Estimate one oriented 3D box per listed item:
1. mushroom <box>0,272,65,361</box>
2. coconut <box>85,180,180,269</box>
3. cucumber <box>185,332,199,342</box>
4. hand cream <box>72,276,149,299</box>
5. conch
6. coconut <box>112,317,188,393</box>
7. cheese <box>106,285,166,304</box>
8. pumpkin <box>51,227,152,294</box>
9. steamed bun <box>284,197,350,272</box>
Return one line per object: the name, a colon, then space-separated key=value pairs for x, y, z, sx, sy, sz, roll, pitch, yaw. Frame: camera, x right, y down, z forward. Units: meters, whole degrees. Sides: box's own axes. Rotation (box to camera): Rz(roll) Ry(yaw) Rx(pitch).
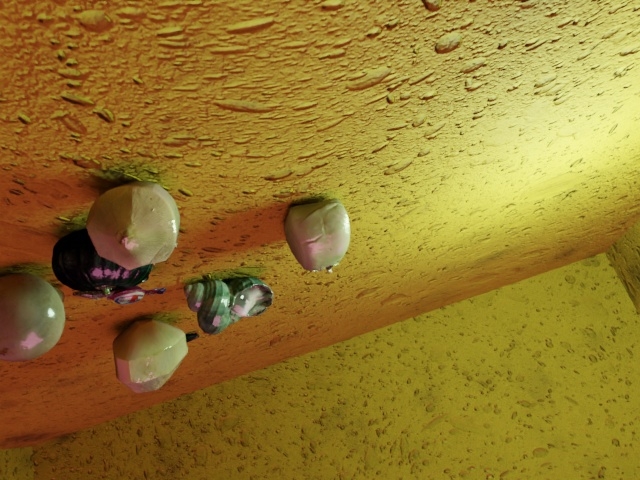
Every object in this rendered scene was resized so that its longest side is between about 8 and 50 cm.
mushroom: x=-0.694 y=0.170 z=1.151 sx=0.207 sy=0.207 sz=0.215 roll=-20 pitch=-169 yaw=7
coconut: x=-0.344 y=-0.024 z=0.909 sx=0.171 sy=0.171 sz=0.183 roll=-15 pitch=-158 yaw=-5
cucumber: x=-0.574 y=0.412 z=1.990 sx=0.184 sy=0.033 sz=0.036 roll=-23 pitch=-178 yaw=13
hand cream: x=-0.545 y=0.120 z=1.304 sx=0.257 sy=0.050 sz=0.084 roll=-23 pitch=161 yaw=22
conch: x=-0.298 y=0.194 z=1.517 sx=0.277 sy=0.195 sz=0.220 roll=22 pitch=130 yaw=-24
coconut: x=-0.591 y=0.384 z=1.678 sx=0.259 sy=0.259 sz=0.259 roll=-15 pitch=158 yaw=-6
cheese: x=-0.481 y=0.140 z=1.272 sx=0.145 sy=0.038 sz=0.095 roll=-7 pitch=164 yaw=-30
pumpkin: x=-0.464 y=0.047 z=1.043 sx=0.202 sy=0.140 sz=0.202 roll=-3 pitch=166 yaw=-1
steamed bun: x=0.000 y=0.000 z=1.280 sx=0.170 sy=0.153 sz=0.239 roll=-15 pitch=161 yaw=-8
